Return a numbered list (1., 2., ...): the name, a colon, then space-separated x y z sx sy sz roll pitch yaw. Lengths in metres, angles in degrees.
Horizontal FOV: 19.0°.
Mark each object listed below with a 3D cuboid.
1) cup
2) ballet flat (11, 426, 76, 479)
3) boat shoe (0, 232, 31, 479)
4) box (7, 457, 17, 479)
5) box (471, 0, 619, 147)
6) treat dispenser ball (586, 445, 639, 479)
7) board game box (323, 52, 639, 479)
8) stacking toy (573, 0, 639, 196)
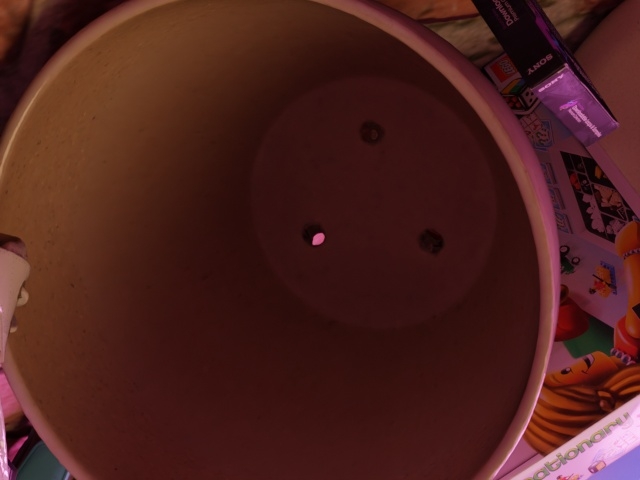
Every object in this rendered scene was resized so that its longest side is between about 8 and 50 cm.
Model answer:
1. cup: 0.000 0.000 1.136 0.331 0.331 0.237 -43 176 22
2. ballet flat: -0.179 0.139 1.430 0.074 0.074 0.203 -1 135 -47
3. boat shoe: -0.198 0.022 1.030 0.096 0.098 0.277 -25 118 -35
4. box: -0.302 0.232 1.306 0.183 0.056 0.231 -33 -164 6
5. box: 0.111 -0.138 1.129 0.029 0.162 0.116 -37 154 11
6. treat dispenser ball: 0.188 0.159 1.604 0.288 0.288 0.288 -25 154 -13
7. board game box: 0.128 0.021 1.271 0.193 0.305 0.053 -34 137 5
8. stacking toy: 0.416 -0.013 1.443 0.480 0.350 0.350 4 137 -46
